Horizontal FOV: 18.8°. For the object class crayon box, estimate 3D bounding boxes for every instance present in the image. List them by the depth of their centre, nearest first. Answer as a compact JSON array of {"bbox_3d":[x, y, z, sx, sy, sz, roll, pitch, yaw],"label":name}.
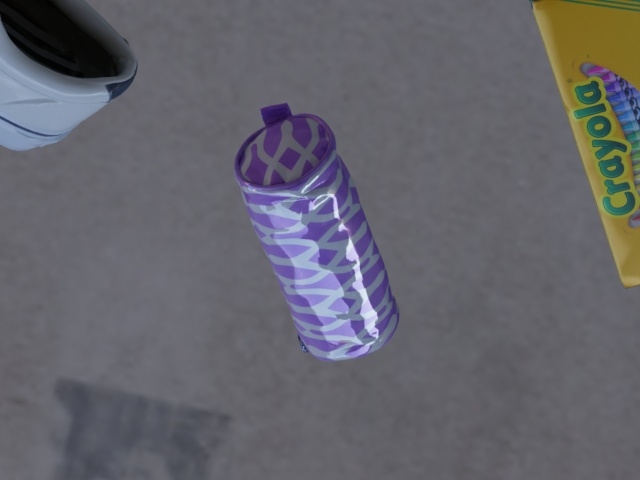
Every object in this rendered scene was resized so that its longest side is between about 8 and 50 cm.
[{"bbox_3d":[0.267,-0.108,1.433,0.165,0.278,0.081,-15,-144,13],"label":"crayon box"}]

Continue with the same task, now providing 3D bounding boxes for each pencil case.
[{"bbox_3d":[0.000,0.000,1.457,0.086,0.088,0.206,-9,133,11],"label":"pencil case"}]

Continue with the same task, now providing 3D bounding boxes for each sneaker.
[{"bbox_3d":[-0.195,-0.141,0.935,0.091,0.094,0.258,-24,137,35],"label":"sneaker"}]
